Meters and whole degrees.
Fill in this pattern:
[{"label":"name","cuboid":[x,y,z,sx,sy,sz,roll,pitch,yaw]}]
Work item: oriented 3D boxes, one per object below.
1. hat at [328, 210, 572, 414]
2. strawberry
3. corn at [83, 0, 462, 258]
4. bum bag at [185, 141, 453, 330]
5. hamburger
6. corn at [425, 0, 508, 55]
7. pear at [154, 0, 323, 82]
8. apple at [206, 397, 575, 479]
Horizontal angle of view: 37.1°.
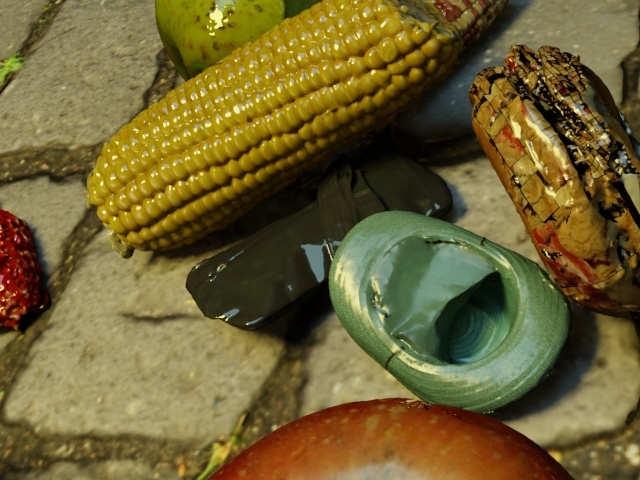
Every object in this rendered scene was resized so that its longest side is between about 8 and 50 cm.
[{"label":"hat","cuboid":[0.101,0.056,0.746,0.191,0.078,0.138,34,78,24]},{"label":"strawberry","cuboid":[-0.354,0.019,1.004,0.121,0.082,0.188,-40,41,-16]},{"label":"corn","cuboid":[-0.056,-0.115,0.892,0.387,0.144,0.144,-33,41,19]},{"label":"bum bag","cuboid":[0.000,0.000,0.857,0.248,0.060,0.123,-36,43,-11]},{"label":"hamburger","cuboid":[0.191,-0.036,0.688,0.107,0.231,0.231,-26,42,18]},{"label":"corn","cuboid":[0.108,-0.207,0.987,0.237,0.079,0.079,-44,45,-16]},{"label":"pear","cuboid":[-0.111,-0.280,1.107,0.238,0.164,0.255,6,54,28]},{"label":"apple","cuboid":[0.036,0.225,0.526,0.252,0.206,0.272,27,67,29]}]
